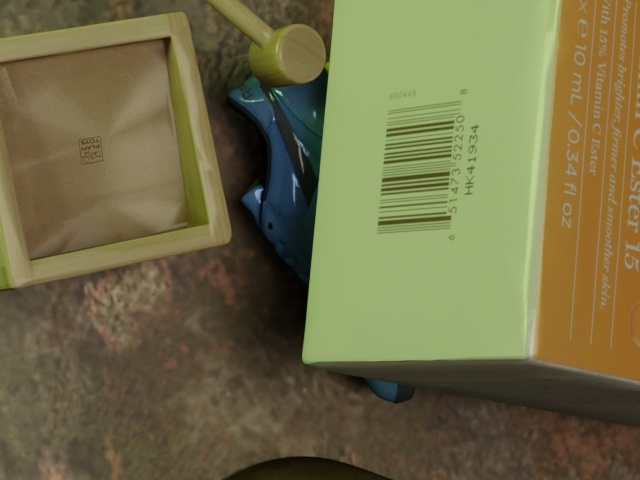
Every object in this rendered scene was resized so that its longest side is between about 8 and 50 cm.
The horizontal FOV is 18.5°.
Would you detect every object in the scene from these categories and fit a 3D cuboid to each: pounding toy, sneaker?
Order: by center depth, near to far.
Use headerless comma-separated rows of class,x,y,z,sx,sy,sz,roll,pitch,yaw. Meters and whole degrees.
pounding toy,-0.105,-0.080,1.071,0.206,0.094,0.181,-12,92,-28
sneaker,0.000,0.000,1.144,0.082,0.069,0.209,-17,96,-10

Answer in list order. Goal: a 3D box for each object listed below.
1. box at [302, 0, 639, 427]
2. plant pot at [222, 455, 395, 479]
box,0.176,-0.010,1.126,0.345,0.168,0.215,13,78,-43
plant pot,0.042,0.225,1.048,0.215,0.230,0.215,3,84,-28
